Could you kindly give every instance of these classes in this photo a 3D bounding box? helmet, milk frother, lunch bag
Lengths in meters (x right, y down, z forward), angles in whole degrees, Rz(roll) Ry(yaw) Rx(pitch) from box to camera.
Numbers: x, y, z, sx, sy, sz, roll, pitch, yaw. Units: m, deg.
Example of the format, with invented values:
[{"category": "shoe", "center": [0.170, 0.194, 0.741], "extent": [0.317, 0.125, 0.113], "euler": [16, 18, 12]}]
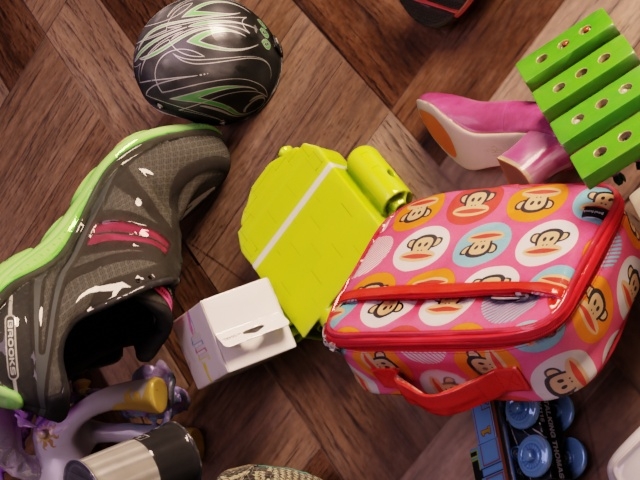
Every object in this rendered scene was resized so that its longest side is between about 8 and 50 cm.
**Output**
[{"category": "helmet", "center": [-0.148, -0.229, 1.881], "extent": [0.169, 0.161, 0.169], "euler": [-14, 70, 41]}, {"category": "milk frother", "center": [-0.204, 0.298, 1.680], "extent": [0.143, 0.134, 0.129], "euler": [60, 141, 15]}, {"category": "lunch bag", "center": [0.154, 0.065, 1.461], "extent": [0.293, 0.120, 0.258], "euler": [-5, 39, 40]}]

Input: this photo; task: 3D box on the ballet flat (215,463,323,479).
[{"category": "ballet flat", "center": [-0.045, 0.483, 1.615], "extent": [0.182, 0.164, 0.483], "euler": [-5, 73, 19]}]

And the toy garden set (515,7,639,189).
[{"category": "toy garden set", "center": [0.317, -0.159, 1.460], "extent": [0.204, 0.049, 0.244], "euler": [-33, 32, 12]}]

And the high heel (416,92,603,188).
[{"category": "high heel", "center": [0.200, -0.131, 1.603], "extent": [0.117, 0.082, 0.244], "euler": [-36, 29, -12]}]

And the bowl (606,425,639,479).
[{"category": "bowl", "center": [0.334, 0.218, 1.376], "extent": [0.142, 0.053, 0.142], "euler": [-48, 50, 23]}]

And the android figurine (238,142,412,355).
[{"category": "android figurine", "center": [0.000, 0.000, 1.752], "extent": [0.248, 0.056, 0.273], "euler": [-54, 51, 20]}]

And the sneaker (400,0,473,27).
[{"category": "sneaker", "center": [0.178, -0.383, 1.657], "extent": [0.116, 0.136, 0.314], "euler": [30, 124, 24]}]

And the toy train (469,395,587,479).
[{"category": "toy train", "center": [0.198, 0.180, 1.500], "extent": [0.105, 0.080, 0.184], "euler": [-31, 59, 41]}]

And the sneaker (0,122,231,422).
[{"category": "sneaker", "center": [-0.242, 0.043, 1.800], "extent": [0.202, 0.483, 0.185], "euler": [29, 144, 13]}]

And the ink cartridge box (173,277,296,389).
[{"category": "ink cartridge box", "center": [-0.099, 0.107, 1.740], "extent": [0.090, 0.092, 0.143], "euler": [67, 154, 6]}]

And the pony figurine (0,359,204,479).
[{"category": "pony figurine", "center": [-0.333, 0.256, 1.888], "extent": [0.363, 0.303, 0.351], "euler": [-8, 82, 27]}]

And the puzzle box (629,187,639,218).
[{"category": "puzzle box", "center": [0.486, -0.046, 1.300], "extent": [0.409, 0.052, 0.272], "euler": [-40, 55, 30]}]
